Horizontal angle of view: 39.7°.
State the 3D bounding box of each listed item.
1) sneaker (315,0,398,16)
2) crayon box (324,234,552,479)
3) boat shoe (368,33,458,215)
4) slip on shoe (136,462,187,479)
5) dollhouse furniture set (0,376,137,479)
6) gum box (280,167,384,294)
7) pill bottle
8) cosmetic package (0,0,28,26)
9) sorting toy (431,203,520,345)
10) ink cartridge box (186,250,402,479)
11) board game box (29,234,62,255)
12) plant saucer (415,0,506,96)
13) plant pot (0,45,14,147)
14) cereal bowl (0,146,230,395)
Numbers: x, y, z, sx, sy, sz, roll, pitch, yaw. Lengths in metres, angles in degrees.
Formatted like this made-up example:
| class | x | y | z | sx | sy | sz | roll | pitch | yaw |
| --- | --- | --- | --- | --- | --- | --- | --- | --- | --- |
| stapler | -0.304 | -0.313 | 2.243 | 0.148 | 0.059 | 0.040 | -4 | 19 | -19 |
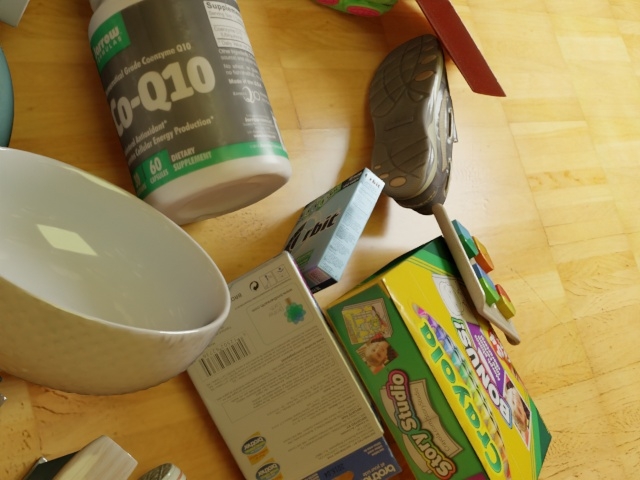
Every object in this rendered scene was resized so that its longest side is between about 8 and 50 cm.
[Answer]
| class | x | y | z | sx | sy | sz | roll | pitch | yaw |
| --- | --- | --- | --- | --- | --- | --- | --- | --- | --- |
| sneaker | -0.022 | -0.578 | 1.450 | 0.483 | 0.185 | 0.202 | 46 | 49 | -16 |
| crayon box | 0.182 | 0.196 | 1.250 | 0.363 | 0.106 | 0.313 | 61 | 23 | 1 |
| boat shoe | 0.159 | -0.190 | 1.478 | 0.130 | 0.132 | 0.355 | 49 | 41 | -43 |
| slip on shoe | -0.239 | 0.384 | 0.945 | 0.101 | 0.123 | 0.331 | 55 | 46 | -10 |
| dollhouse furniture set | -0.390 | 0.222 | 0.843 | 0.303 | 0.198 | 0.286 | 44 | 52 | -13 |
| gum box | 0.000 | 0.000 | 1.244 | 0.041 | 0.157 | 0.184 | 39 | 54 | -16 |
| pill bottle | -0.185 | -0.218 | 1.168 | 0.204 | 0.204 | 0.361 | -12 | 78 | -39 |
| cosmetic package | -0.465 | -0.474 | 1.094 | 0.284 | 0.097 | 0.377 | 20 | 49 | -26 |
| sorting toy | 0.251 | 0.053 | 1.388 | 0.208 | 0.038 | 0.193 | 41 | 24 | -54 |
| ink cartridge box | -0.047 | 0.192 | 1.130 | 0.185 | 0.065 | 0.311 | -29 | 87 | 2 |
| board game box | -0.335 | 0.055 | 1.048 | 0.170 | 0.048 | 0.141 | 17 | 64 | -30 |
| plant saucer | 0.212 | -0.379 | 1.527 | 0.258 | 0.047 | 0.259 | 51 | 15 | -29 |
| plant pot | -0.460 | -0.179 | 0.957 | 0.290 | 0.195 | 0.290 | 15 | 63 | -31 |
| cereal bowl | -0.272 | 0.047 | 0.919 | 0.339 | 0.141 | 0.339 | 28 | 17 | -9 |
